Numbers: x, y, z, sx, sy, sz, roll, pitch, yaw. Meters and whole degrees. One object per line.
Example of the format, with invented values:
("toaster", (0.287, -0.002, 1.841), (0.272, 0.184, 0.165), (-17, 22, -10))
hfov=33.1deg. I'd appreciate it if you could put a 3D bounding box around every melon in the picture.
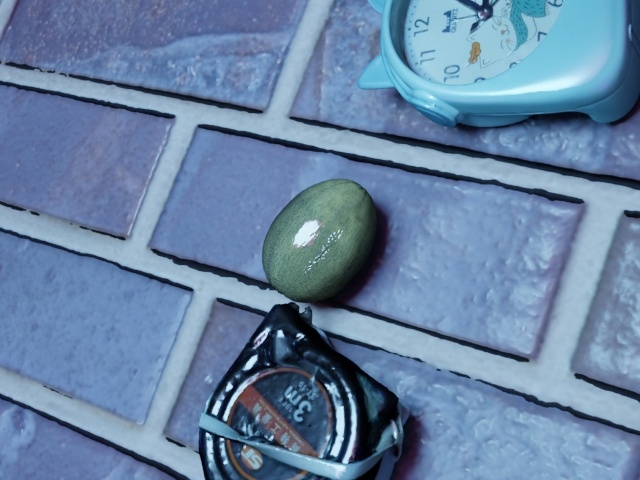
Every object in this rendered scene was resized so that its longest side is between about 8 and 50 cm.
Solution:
("melon", (0.000, 0.000, 1.036), (0.098, 0.098, 0.131), (42, 98, 35))

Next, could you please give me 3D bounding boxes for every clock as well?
("clock", (0.167, -0.211, 1.028), (0.274, 0.094, 0.224), (-4, 69, 31))

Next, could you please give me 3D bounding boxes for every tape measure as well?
("tape measure", (-0.020, 0.176, 0.973), (0.181, 0.107, 0.182), (-49, 55, 1))
